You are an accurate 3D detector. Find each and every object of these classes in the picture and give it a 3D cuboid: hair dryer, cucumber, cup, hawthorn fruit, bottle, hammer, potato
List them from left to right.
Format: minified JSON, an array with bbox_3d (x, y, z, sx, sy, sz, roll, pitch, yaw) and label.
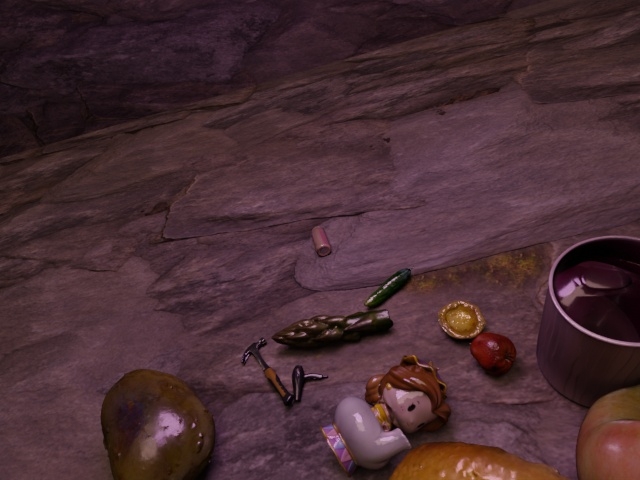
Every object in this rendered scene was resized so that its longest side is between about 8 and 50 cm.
[{"bbox_3d":[-0.348,0.394,0.871,0.210,0.173,0.308,-40,50,-17],"label":"potato"},{"bbox_3d":[-0.124,0.312,0.973,0.078,0.021,0.201,-35,41,-14],"label":"hammer"},{"bbox_3d":[-0.024,0.322,0.937,0.084,0.031,0.078,-4,56,4],"label":"hair dryer"},{"bbox_3d":[0.000,0.000,1.228,0.045,0.045,0.096,-19,43,0],"label":"bottle"},{"bbox_3d":[0.176,0.118,1.055,0.168,0.039,0.039,-37,46,-15],"label":"cucumber"},{"bbox_3d":[0.352,0.231,0.855,0.093,0.093,0.093,-10,45,10],"label":"hawthorn fruit"},{"bbox_3d":[0.526,0.131,0.750,0.209,0.273,0.288,16,53,31],"label":"cup"}]

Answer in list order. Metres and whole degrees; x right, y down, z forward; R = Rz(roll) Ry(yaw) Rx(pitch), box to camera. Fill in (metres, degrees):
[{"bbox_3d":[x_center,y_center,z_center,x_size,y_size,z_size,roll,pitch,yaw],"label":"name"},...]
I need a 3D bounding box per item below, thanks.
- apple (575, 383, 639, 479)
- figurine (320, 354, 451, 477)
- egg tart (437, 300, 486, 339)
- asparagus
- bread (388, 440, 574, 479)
[{"bbox_3d":[0.527,0.337,0.534,0.320,0.319,0.276,-26,79,-7],"label":"apple"},{"bbox_3d":[0.134,0.327,0.795,0.264,0.142,0.189,-31,22,-12],"label":"figurine"},{"bbox_3d":[0.319,0.185,0.938,0.105,0.039,0.105,-10,44,10],"label":"egg tart"},{"bbox_3d":[0.026,0.213,0.990,0.288,0.080,0.080,-10,44,-1],"label":"asparagus"},{"bbox_3d":[0.222,0.423,0.487,0.399,0.397,0.215,14,43,30],"label":"bread"}]
